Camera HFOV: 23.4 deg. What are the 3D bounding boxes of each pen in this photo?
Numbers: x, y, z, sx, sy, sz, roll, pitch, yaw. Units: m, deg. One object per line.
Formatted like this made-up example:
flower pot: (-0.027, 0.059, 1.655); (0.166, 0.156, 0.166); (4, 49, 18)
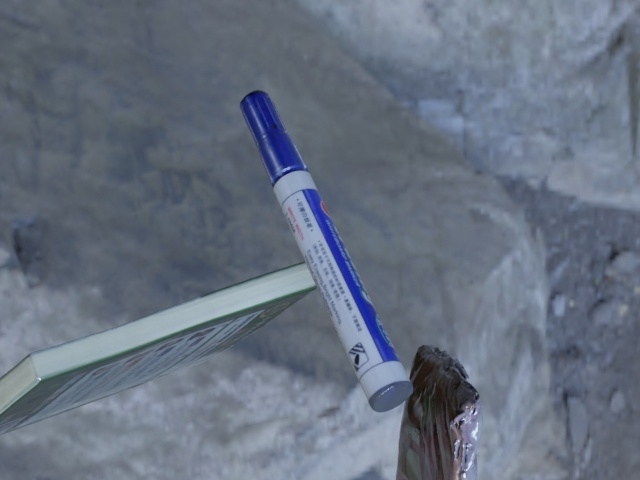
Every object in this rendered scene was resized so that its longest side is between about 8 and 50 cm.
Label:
pen: (0.000, 0.000, 0.830); (0.025, 0.025, 0.204); (-19, 60, -9)

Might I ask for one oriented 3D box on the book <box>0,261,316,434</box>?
book: (-0.154, 0.094, 1.231); (0.264, 0.202, 0.027); (-18, 78, -39)

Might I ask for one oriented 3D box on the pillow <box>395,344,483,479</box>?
pillow: (0.079, 0.201, 1.035); (0.049, 0.248, 0.135); (3, 6, -8)
